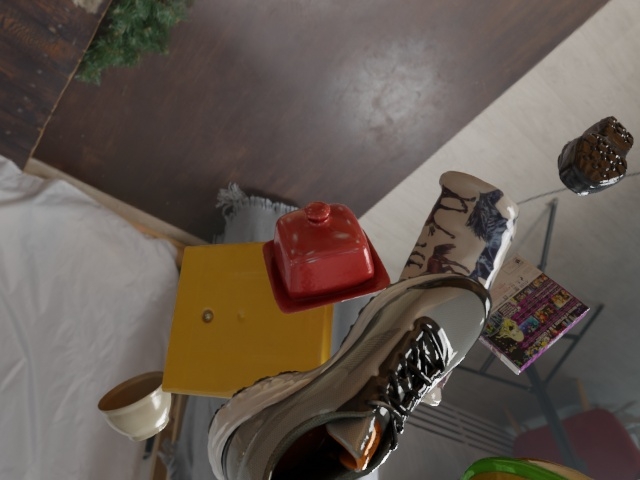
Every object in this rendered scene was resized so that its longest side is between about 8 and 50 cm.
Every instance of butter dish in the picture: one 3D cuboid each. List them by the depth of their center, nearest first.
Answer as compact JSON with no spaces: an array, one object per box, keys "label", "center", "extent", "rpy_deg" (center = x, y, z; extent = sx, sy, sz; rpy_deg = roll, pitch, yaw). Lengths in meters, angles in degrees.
[{"label":"butter dish","center":[0.000,0.000,0.656],"extent":[0.160,0.160,0.118],"rpy_deg":[-13,129,-9]}]

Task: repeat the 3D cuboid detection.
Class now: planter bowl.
[{"label":"planter bowl","center":[-0.424,0.399,1.128],"extent":[0.161,0.162,0.109],"rpy_deg":[-15,102,9]}]

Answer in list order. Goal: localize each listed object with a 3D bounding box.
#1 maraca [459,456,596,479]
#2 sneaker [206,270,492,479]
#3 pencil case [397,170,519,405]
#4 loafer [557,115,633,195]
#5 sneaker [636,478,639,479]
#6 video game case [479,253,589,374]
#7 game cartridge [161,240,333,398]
[{"label":"maraca","center":[0.158,0.201,0.269],"extent":[0.099,0.185,0.127],"rpy_deg":[-25,129,-36]},{"label":"sneaker","center":[0.045,0.122,0.383],"extent":[0.271,0.108,0.100],"rpy_deg":[-33,108,-18]},{"label":"pencil case","center":[0.218,0.076,0.877],"extent":[0.159,0.183,0.411],"rpy_deg":[26,86,-20]},{"label":"loafer","center":[0.358,-0.104,0.639],"extent":[0.076,0.223,0.078],"rpy_deg":[49,135,7]},{"label":"sneaker","center":[0.220,0.237,0.340],"extent":[0.058,0.085,0.152],"rpy_deg":[-2,137,-7]},{"label":"video game case","center":[0.461,0.163,1.122],"extent":[0.232,0.210,0.042],"rpy_deg":[-35,144,-15]},{"label":"game cartridge","center":[-0.130,0.143,0.876],"extent":[0.323,0.286,0.052],"rpy_deg":[-2,162,22]}]
